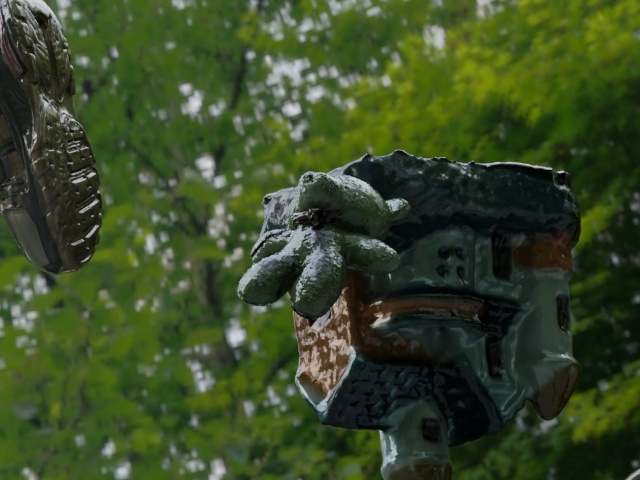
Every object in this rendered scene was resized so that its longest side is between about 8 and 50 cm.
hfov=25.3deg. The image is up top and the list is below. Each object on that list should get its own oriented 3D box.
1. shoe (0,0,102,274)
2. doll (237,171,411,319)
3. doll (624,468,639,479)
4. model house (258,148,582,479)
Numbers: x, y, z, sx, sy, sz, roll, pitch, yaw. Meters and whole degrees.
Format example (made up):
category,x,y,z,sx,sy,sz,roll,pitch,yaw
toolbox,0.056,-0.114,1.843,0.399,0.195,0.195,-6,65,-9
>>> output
category,x,y,z,sx,sy,sz,roll,pitch,yaw
shoe,-0.198,-0.062,0.875,0.092,0.180,0.089,-13,0,11
doll,0.000,0.000,1.009,0.115,0.150,0.077,0,-58,24
doll,0.293,0.208,1.164,0.179,0.089,0.102,-56,-35,7
model house,0.098,0.090,1.184,0.253,0.291,0.184,9,-18,-39
